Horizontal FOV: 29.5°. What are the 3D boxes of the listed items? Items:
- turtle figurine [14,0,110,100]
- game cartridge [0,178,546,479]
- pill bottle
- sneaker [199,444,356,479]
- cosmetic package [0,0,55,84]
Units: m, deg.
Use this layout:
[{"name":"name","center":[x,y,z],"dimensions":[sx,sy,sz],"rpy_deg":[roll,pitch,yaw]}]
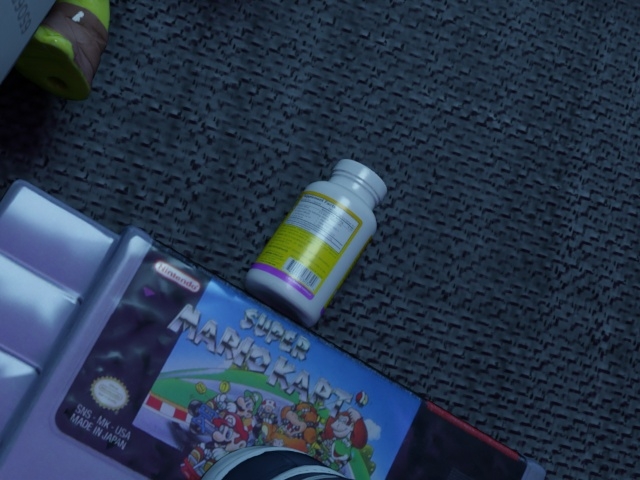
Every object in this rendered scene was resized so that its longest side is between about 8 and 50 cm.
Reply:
[{"name":"turtle figurine","center":[-0.128,-0.185,0.587],"dimensions":[0.269,0.087,0.217],"rpy_deg":[22,73,3]},{"name":"game cartridge","center":[-0.043,0.150,0.572],"dimensions":[0.355,0.068,0.230],"rpy_deg":[31,77,-11]},{"name":"pill bottle","center":[0.000,0.000,0.618],"dimensions":[0.043,0.043,0.083],"rpy_deg":[37,71,-9]},{"name":"sneaker","center":[-0.011,0.220,0.459],"dimensions":[0.099,0.153,0.282],"rpy_deg":[3,80,-17]},{"name":"cosmetic package","center":[-0.221,-0.321,0.404],"dimensions":[0.393,0.327,0.329],"rpy_deg":[26,73,5]}]
